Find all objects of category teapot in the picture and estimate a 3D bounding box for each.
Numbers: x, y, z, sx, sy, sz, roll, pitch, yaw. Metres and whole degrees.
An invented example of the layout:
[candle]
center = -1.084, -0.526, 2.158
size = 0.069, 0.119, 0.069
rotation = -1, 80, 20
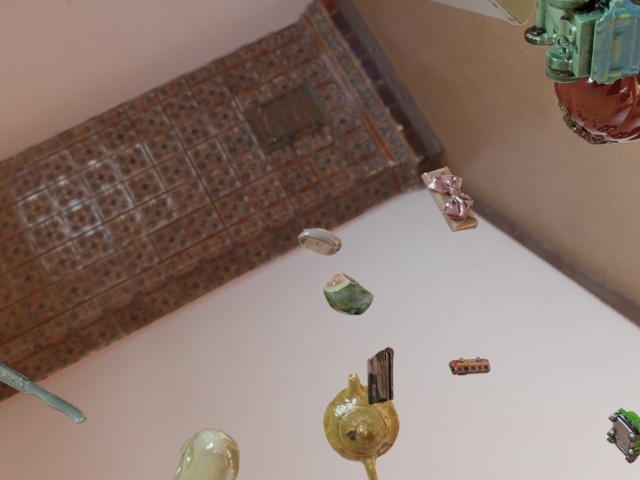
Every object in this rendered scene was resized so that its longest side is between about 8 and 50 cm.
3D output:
[teapot]
center = 0.112, 0.505, 1.946
size = 0.167, 0.203, 0.312
rotation = 34, -135, -87

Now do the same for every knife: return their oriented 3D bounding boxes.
[knife]
center = -0.468, 0.237, 1.177
size = 0.210, 0.015, 0.028
rotation = 31, -143, -5

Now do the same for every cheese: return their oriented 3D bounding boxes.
[cheese]
center = -0.320, 0.677, 1.927
size = 0.351, 0.129, 0.329
rotation = 137, 147, -59

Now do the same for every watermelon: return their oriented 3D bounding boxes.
[watermelon]
center = 0.058, 0.097, 1.396
size = 0.084, 0.092, 0.072
rotation = 49, -140, -55

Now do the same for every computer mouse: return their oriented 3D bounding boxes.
[computer mouse]
center = 0.001, -0.002, 1.568
size = 0.096, 0.039, 0.066
rotation = 21, 151, -7

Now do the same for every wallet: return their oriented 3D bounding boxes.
[wallet]
center = 0.145, 0.331, 1.770
size = 0.230, 0.042, 0.125
rotation = 118, 153, -73

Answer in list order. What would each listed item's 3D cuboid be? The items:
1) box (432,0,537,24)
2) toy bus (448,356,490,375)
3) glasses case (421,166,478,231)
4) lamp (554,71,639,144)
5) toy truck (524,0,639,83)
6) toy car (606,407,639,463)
[box]
center = 0.346, -0.708, 1.863
size = 0.343, 0.178, 0.351
rotation = 26, -170, 34
[toy bus]
center = 0.399, 0.337, 1.957
size = 0.031, 0.110, 0.043
rotation = 115, 150, -55
[glasses case]
center = 0.341, -0.118, 1.937
size = 0.070, 0.102, 0.194
rotation = -49, 58, 44
[lamp]
center = 0.562, -0.286, 1.425
size = 0.227, 0.226, 0.227
rotation = 60, 173, 13
[toy truck]
center = 0.445, -0.381, 1.246
size = 0.279, 0.156, 0.155
rotation = -91, -8, -52
[toy car]
center = 0.659, 0.410, 1.564
size = 0.071, 0.062, 0.165
rotation = 51, 171, 40
